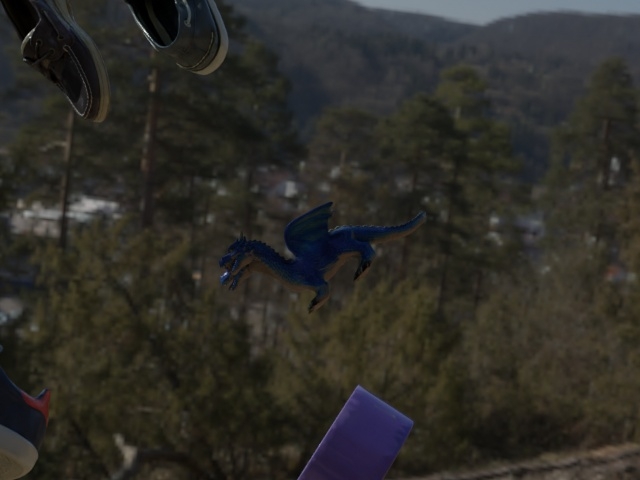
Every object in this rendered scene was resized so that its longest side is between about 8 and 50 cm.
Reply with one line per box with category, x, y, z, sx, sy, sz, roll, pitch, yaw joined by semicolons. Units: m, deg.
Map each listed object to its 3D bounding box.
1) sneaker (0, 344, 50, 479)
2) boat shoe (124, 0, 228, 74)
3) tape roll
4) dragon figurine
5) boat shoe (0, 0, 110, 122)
sneaker;-0.509;0.171;1.514;0.350;0.148;0.131;38;-45;-23
boat shoe;-0.238;-0.378;1.662;0.116;0.320;0.099;-39;-24;25
tape roll;0.026;0.266;1.338;0.080;0.189;0.189;33;10;5
dragon figurine;0.000;0.000;1.571;0.289;0.144;0.085;-35;-6;-3
boat shoe;-0.400;-0.288;1.714;0.092;0.285;0.103;-12;-26;-38
